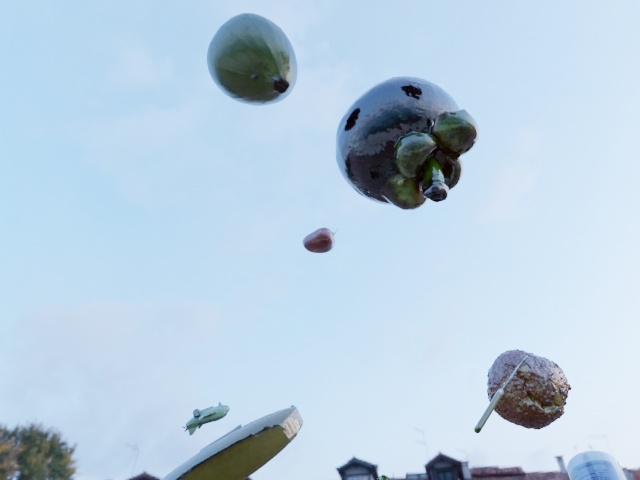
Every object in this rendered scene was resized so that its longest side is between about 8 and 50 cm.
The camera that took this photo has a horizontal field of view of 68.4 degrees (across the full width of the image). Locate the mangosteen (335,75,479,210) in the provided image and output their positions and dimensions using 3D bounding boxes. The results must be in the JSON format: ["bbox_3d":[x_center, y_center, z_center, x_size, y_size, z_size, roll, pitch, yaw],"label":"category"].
[{"bbox_3d":[0.194,-0.230,1.109,0.329,0.330,0.330,-1,-43,-1],"label":"mangosteen"}]

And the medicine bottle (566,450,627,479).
[{"bbox_3d":[0.551,0.510,0.898,0.102,0.187,0.103,4,-62,7],"label":"medicine bottle"}]

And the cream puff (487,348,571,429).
[{"bbox_3d":[0.629,0.448,1.425,0.239,0.240,0.164,-3,-23,1],"label":"cream puff"}]

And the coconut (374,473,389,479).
[{"bbox_3d":[0.164,0.656,1.173,0.158,0.133,0.055,28,-75,-21],"label":"coconut"}]

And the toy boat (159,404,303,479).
[{"bbox_3d":[-0.180,0.437,0.950,0.321,0.089,0.121,-29,-2,-12],"label":"toy boat"}]

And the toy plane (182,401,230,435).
[{"bbox_3d":[-0.196,0.301,0.806,0.083,0.033,0.080,-22,-24,-25],"label":"toy plane"}]

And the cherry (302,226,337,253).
[{"bbox_3d":[0.002,0.005,1.711,0.126,0.087,0.106,-33,-35,23],"label":"cherry"}]

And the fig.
[{"bbox_3d":[-0.149,-0.406,1.088,0.202,0.225,0.203,-20,-45,-21],"label":"fig"}]

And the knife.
[{"bbox_3d":[0.472,0.390,1.222,0.017,0.297,0.047,28,-39,31],"label":"knife"}]
